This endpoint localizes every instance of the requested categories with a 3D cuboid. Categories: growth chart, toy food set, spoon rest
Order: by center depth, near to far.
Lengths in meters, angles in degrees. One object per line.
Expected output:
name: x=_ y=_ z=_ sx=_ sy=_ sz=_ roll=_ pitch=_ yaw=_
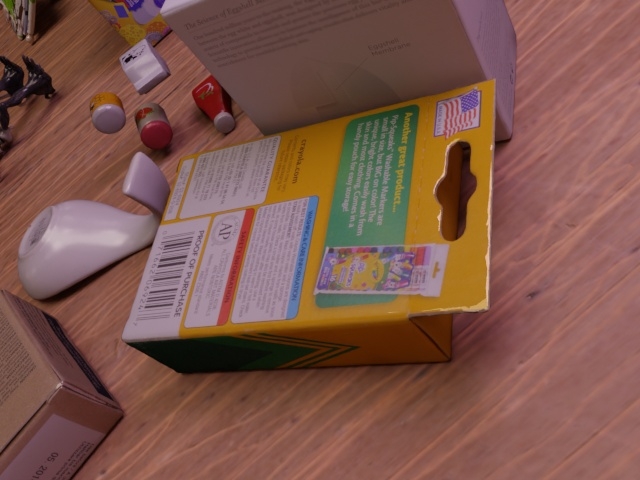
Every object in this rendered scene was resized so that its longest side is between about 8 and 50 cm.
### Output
spoon rest: x=-0.265 y=-0.010 z=0.762 sx=0.276 sy=0.084 sz=0.137 roll=-22 pitch=47 yaw=38
toy food set: x=-0.158 y=-0.178 z=0.771 sx=0.232 sy=0.111 sz=0.104 roll=-35 pitch=46 yaw=5
growth chart: x=-0.597 y=-0.484 z=1.284 sx=0.237 sy=0.021 sz=0.172 roll=43 pitch=130 yaw=37

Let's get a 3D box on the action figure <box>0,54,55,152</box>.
action figure: x=-0.545 y=-0.171 z=1.013 sx=0.164 sy=0.141 sz=0.276 roll=19 pitch=69 yaw=29

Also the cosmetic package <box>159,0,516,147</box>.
cosmetic package: x=0.029 y=-0.189 z=0.573 sx=0.224 sy=0.225 sz=0.138 roll=-7 pitch=56 yaw=30

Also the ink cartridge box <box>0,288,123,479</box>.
ink cartridge box: x=-0.332 y=0.194 z=0.642 sx=0.235 sy=0.088 sz=0.193 roll=-50 pitch=47 yaw=-7

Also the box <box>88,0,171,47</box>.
box: x=-0.336 y=-0.484 z=0.984 sx=0.177 sy=0.290 sz=0.279 roll=-41 pitch=45 yaw=3

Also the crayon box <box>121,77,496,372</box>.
crayon box: x=0.000 y=0.000 z=0.558 sx=0.323 sy=0.083 sz=0.203 roll=-9 pitch=55 yaw=30
